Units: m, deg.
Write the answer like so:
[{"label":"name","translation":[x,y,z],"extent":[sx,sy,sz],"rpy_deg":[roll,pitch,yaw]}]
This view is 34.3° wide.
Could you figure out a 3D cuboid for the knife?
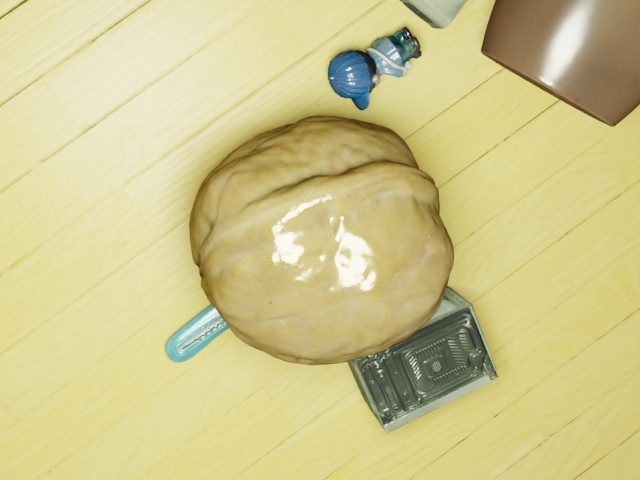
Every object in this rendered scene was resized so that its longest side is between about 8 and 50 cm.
[{"label":"knife","translation":[-0.147,0.121,1.630],"extent":[0.222,0.031,0.064],"rpy_deg":[-34,108,-4]}]

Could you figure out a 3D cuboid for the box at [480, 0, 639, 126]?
[{"label":"box","translation":[0.386,-0.316,1.530],"extent":[0.301,0.301,0.216],"rpy_deg":[26,104,-18]}]

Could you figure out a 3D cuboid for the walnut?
[{"label":"walnut","translation":[0.000,0.000,1.481],"extent":[0.381,0.381,0.381],"rpy_deg":[-3,104,-13]}]

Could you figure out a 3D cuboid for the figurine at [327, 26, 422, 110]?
[{"label":"figurine","translation":[0.083,-0.265,1.573],"extent":[0.149,0.087,0.086],"rpy_deg":[-33,71,-5]}]

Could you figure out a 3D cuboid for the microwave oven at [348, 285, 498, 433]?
[{"label":"microwave oven","translation":[0.157,0.189,1.671],"extent":[0.208,0.122,0.162],"rpy_deg":[-25,108,-7]}]

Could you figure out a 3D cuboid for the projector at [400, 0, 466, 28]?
[{"label":"projector","translation":[0.171,-0.377,1.560],"extent":[0.082,0.083,0.083],"rpy_deg":[35,94,-19]}]
